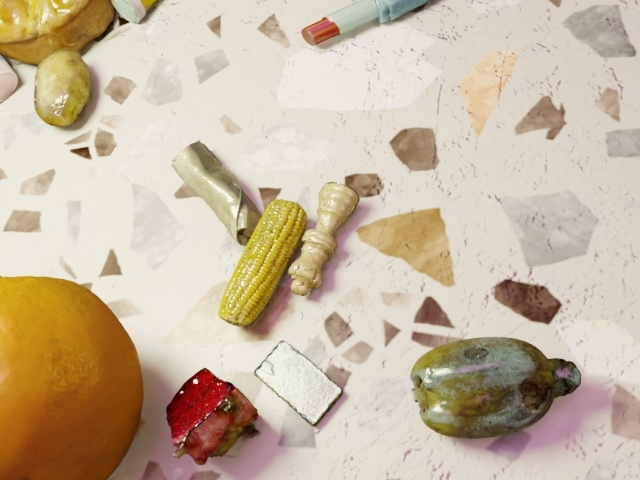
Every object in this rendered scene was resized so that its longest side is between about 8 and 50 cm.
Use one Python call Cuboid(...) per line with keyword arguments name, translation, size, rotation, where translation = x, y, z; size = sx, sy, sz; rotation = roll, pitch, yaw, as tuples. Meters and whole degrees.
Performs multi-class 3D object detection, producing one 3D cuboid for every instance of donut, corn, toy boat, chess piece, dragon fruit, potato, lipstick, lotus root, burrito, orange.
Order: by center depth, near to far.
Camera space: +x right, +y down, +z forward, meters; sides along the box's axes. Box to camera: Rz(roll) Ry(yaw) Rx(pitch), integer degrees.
Cuboid(name="lotus root", translation=(0.203, 0.168, 0.712), size=(0.191, 0.088, 0.113), rotation=(-10, 76, 8))
Cuboid(name="orange", translation=(-0.369, 0.186, 0.723), size=(0.311, 0.312, 0.312), rotation=(-6, 60, 11))
Cuboid(name="dragon fruit", translation=(-0.130, 0.230, 0.762), size=(0.102, 0.096, 0.147), rotation=(-38, 16, -13))
Cuboid(name="toy boat", translation=(-0.030, 0.185, 0.804), size=(0.115, 0.016, 0.063), rotation=(35, 74, 28))
Cuboid(name="corn", translation=(-0.081, 0.031, 0.871), size=(0.071, 0.072, 0.203), rotation=(17, 67, 22))
Cuboid(name="chess piece", translation=(0.000, 0.000, 0.878), size=(0.060, 0.060, 0.172), rotation=(15, 66, 22))
Cuboid(name="burrito", translation=(-0.158, -0.080, 0.955), size=(0.226, 0.086, 0.060), rotation=(48, 119, 27))
Cuboid(name="lipstick", translation=(0.095, -0.413, 1.079), size=(0.273, 0.061, 0.068), rotation=(-25, 60, -1))
Cuboid(name="potato", translation=(-0.484, -0.285, 1.148), size=(0.107, 0.080, 0.171), rotation=(-18, 63, 3))
Cuboid(name="donut", translation=(-0.577, -0.496, 1.251), size=(0.299, 0.150, 0.317), rotation=(-24, 58, 1))

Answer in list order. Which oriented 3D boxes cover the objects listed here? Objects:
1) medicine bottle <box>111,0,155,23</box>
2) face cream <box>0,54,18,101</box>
Cuboid(name="medicine bottle", translation=(-0.335, -0.548, 1.264), size=(0.073, 0.074, 0.218), rotation=(27, 69, 26))
Cuboid(name="face cream", translation=(-0.694, -0.359, 1.257), size=(0.084, 0.057, 0.198), rotation=(-48, 59, 1))
